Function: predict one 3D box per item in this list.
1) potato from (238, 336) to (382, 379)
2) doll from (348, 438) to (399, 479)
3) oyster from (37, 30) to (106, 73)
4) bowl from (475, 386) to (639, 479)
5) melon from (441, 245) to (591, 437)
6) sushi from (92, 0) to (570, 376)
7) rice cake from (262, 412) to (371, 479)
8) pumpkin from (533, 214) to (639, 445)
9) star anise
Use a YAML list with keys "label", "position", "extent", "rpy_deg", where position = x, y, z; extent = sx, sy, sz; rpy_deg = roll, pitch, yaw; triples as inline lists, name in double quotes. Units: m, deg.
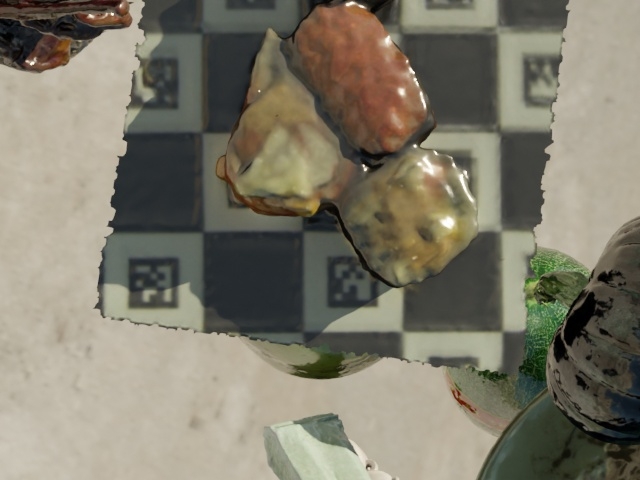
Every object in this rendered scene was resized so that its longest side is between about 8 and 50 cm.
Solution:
- label: "potato"
  position: [0.003, -0.001, 1.403]
  extent: [0.216, 0.216, 0.304]
  rpy_deg: [-55, 170, -27]
- label: "doll"
  position: [0.013, 0.318, 2.000]
  extent: [0.059, 0.161, 0.160]
  rpy_deg: [51, 49, -52]
- label: "oyster"
  position: [-0.268, -0.218, 1.738]
  extent: [0.103, 0.148, 0.051]
  rpy_deg: [-23, 87, -44]
- label: "bowl"
  position: [0.277, 0.253, 1.414]
  extent: [0.146, 0.289, 0.289]
  rpy_deg: [42, 67, -34]
- label: "melon"
  position: [0.208, 0.103, 1.648]
  extent: [0.182, 0.182, 0.288]
  rpy_deg: [-60, 162, -20]
- label: "sushi"
  position: [0.010, -0.066, 0.512]
  extent: [0.031, 0.139, 0.201]
  rpy_deg: [100, -3, -86]
- label: "rice cake"
  position: [0.021, 0.258, 1.567]
  extent: [0.085, 0.226, 0.040]
  rpy_deg: [-5, 135, -28]
- label: "pumpkin"
  position: [0.257, 0.069, 1.303]
  extent: [0.150, 0.194, 0.194]
  rpy_deg: [26, 80, -15]
- label: "star anise"
  position: [-0.231, -0.216, 1.179]
  extent: [0.126, 0.220, 0.190]
  rpy_deg: [-19, 90, -29]
